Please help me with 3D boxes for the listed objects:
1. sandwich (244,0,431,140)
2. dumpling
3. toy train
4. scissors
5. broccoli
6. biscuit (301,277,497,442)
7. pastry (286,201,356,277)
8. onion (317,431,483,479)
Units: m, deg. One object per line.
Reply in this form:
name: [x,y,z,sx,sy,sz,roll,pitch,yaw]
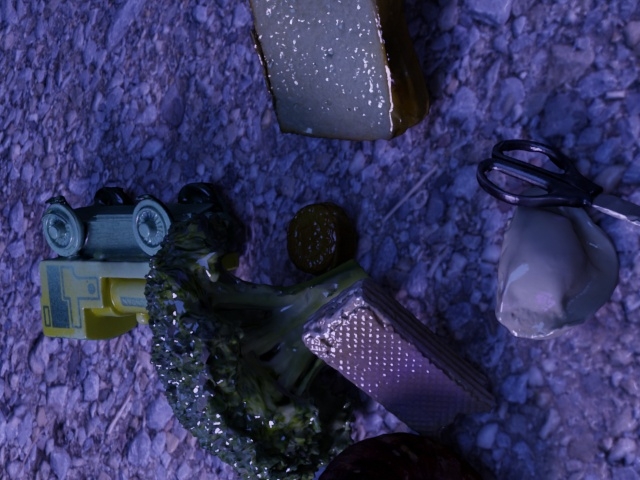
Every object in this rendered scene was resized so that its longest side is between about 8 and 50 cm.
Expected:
sandwich: [0.016,-0.251,1.279,0.226,0.087,0.251,10,131,39]
dumpling: [0.269,0.022,1.146,0.134,0.169,0.100,9,135,11]
toy train: [-0.273,0.038,1.537,0.369,0.150,0.237,0,98,38]
scissors: [0.318,-0.040,1.129,0.300,0.109,0.022,25,139,23]
broccoli: [-0.083,0.129,1.323,0.375,0.302,0.249,59,152,-9]
biscuit: [0.095,0.148,1.218,0.239,0.062,0.108,41,120,-19]
pastry: [0.000,0.000,1.375,0.109,0.057,0.097,-52,60,24]
onion: [0.093,0.348,1.192,0.190,0.246,0.246,-48,62,44]
